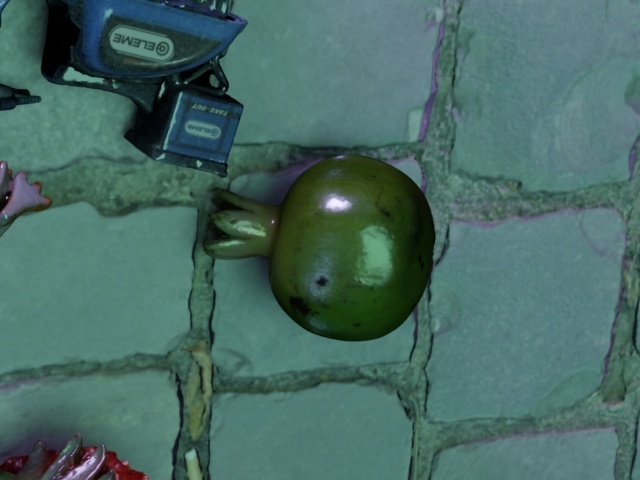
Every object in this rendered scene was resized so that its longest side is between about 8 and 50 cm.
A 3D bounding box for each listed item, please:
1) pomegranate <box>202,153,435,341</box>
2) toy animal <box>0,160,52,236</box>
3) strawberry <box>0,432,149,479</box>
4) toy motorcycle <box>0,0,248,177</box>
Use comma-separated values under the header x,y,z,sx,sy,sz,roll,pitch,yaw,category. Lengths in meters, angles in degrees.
x,y,z,sx,sy,sz,roll,pitch,yaw,category
0.000,0.002,1.675,0.225,0.187,0.187,13,100,-3,pomegranate
-0.366,0.033,1.388,0.302,0.284,0.225,-30,118,15,toy animal
-0.245,0.301,1.674,0.233,0.137,0.306,-23,142,1,strawberry
-0.227,-0.176,1.521,0.359,0.125,0.212,11,102,-30,toy motorcycle
